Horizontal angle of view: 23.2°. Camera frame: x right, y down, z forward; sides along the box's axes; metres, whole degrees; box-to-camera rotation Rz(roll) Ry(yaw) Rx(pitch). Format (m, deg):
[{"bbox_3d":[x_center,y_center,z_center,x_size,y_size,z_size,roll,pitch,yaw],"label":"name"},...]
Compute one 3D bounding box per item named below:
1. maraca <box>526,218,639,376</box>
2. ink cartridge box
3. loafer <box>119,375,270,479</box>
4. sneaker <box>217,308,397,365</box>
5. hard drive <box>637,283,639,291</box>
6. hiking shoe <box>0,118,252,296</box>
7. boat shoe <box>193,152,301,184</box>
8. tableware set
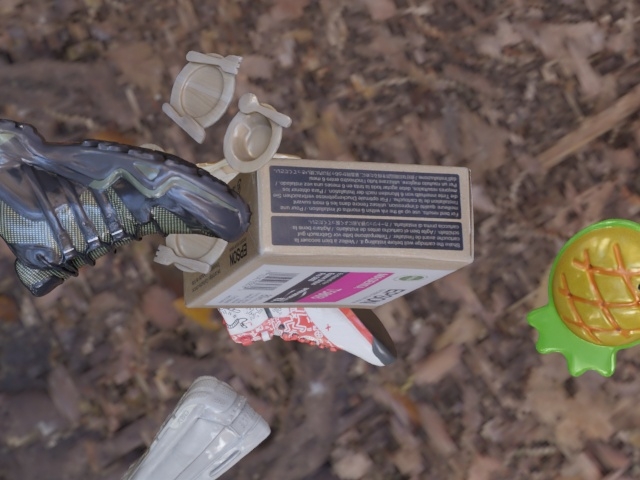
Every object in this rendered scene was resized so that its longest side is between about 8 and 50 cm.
[{"bbox_3d":[0.286,0.060,1.583,0.127,0.099,0.186,37,122,10],"label":"maraca"},{"bbox_3d":[0.000,0.000,1.364,0.234,0.193,0.088,146,124,-66],"label":"ink cartridge box"},{"bbox_3d":[-0.174,0.293,1.809,0.111,0.112,0.319,35,122,-4],"label":"loafer"},{"bbox_3d":[-0.033,0.106,2.099,0.270,0.090,0.145,43,104,-12],"label":"sneaker"},{"bbox_3d":[0.429,0.148,1.256,0.064,0.339,0.237,-51,28,22],"label":"hard drive"},{"bbox_3d":[-0.163,-0.014,1.073,0.227,0.086,0.114,12,94,-1],"label":"hiking shoe"},{"bbox_3d":[-0.091,-0.056,1.658,0.170,0.063,0.059,-10,79,37],"label":"boat shoe"},{"bbox_3d":[-0.095,-0.063,1.201,0.141,0.020,0.169,36,96,39],"label":"tableware set"}]
